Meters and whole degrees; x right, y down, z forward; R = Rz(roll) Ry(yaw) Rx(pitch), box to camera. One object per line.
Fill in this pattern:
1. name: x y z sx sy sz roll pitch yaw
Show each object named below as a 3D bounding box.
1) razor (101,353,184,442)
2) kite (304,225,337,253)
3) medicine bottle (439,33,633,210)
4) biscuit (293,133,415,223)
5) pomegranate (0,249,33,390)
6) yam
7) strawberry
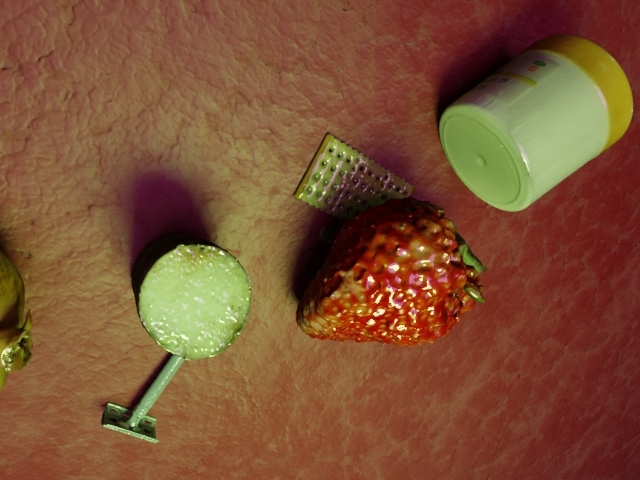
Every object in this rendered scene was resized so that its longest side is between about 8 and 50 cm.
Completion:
1. razor: -0.294 0.260 0.777 0.106 0.068 0.232 37 86 -30
2. kite: 0.004 0.003 0.824 0.044 0.002 0.078 30 95 -28
3. medicine bottle: 0.382 -0.211 0.763 0.231 0.238 0.238 -35 118 -5
4. biscuit: 0.074 -0.094 0.809 0.231 0.016 0.139 25 98 -28
5. pomegranate: -0.519 0.110 0.496 0.318 0.319 0.320 -7 112 -19
6. yam: -0.206 0.071 0.632 0.161 0.268 0.162 -2 94 -24
7. strawberry: 0.100 0.074 0.748 0.351 0.268 0.312 -30 157 24
